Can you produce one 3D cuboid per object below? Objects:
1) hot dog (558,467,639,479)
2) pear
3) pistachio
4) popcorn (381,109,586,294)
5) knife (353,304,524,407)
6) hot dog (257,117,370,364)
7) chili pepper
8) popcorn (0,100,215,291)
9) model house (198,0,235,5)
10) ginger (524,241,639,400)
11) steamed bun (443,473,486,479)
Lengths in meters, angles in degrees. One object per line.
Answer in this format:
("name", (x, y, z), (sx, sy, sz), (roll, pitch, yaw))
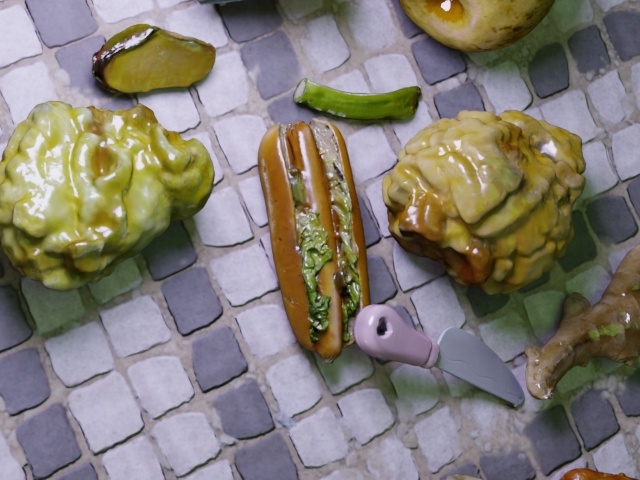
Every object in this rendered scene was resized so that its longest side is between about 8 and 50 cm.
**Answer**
("hot dog", (0.424, 0.417, 1.962), (0.256, 0.150, 0.153), (42, 62, -12))
("pear", (0.227, -0.406, 1.942), (0.271, 0.271, 0.271), (3, 83, -22))
("pistachio", (-0.227, -0.247, 1.833), (0.172, 0.049, 0.090), (-10, 112, -25))
("popcorn", (0.248, -0.065, 1.922), (0.332, 0.225, 0.265), (-31, 91, -34))
("knife", (0.175, 0.158, 1.926), (0.336, 0.043, 0.081), (24, 73, -38))
("hot dog", (0.000, 0.000, 1.870), (0.135, 0.100, 0.337), (-7, 86, -23))
("chili pepper", (0.058, -0.196, 1.948), (0.201, 0.050, 0.052), (2, 120, -24))
("popcorn", (-0.291, -0.077, 1.725), (0.286, 0.174, 0.225), (-36, 91, -22))
("model house", (-0.059, -0.428, 1.809), (0.224, 0.198, 0.215), (-4, 88, 12))
("ginger", (0.418, 0.131, 2.035), (0.333, 0.081, 0.148), (-31, 91, -23))
("steamed bun", (0.240, 0.488, 1.795), (0.325, 0.230, 0.372), (43, 44, -27))
